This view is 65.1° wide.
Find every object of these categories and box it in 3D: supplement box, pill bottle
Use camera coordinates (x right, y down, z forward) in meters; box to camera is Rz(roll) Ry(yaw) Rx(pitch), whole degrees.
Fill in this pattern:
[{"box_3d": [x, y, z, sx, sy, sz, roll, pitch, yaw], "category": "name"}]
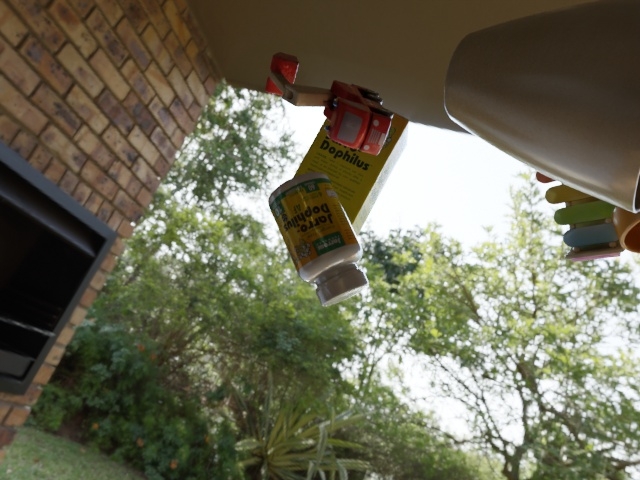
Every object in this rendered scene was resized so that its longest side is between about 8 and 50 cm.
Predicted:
[{"box_3d": [0.063, -0.168, 1.310, 0.195, 0.357, 0.194, 28, -3, 11], "category": "supplement box"}, {"box_3d": [0.000, 0.000, 0.850, 0.117, 0.117, 0.208, 111, -43, -71], "category": "pill bottle"}]

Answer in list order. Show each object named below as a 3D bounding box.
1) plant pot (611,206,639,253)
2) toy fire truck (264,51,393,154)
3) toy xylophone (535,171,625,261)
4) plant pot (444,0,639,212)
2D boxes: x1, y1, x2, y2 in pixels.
[{"box_3d": [0.628, -0.105, 0.918, 0.205, 0.188, 0.205, -3, -30, -2], "category": "plant pot"}, {"box_3d": [0.003, -0.168, 0.597, 0.135, 0.192, 0.047, 13, -62, -12], "category": "toy fire truck"}, {"box_3d": [0.595, -0.123, 1.066, 0.236, 0.323, 0.081, -23, -16, 40], "category": "toy xylophone"}, {"box_3d": [0.316, -0.197, 0.667, 0.274, 0.257, 0.256, 23, -17, 35], "category": "plant pot"}]
